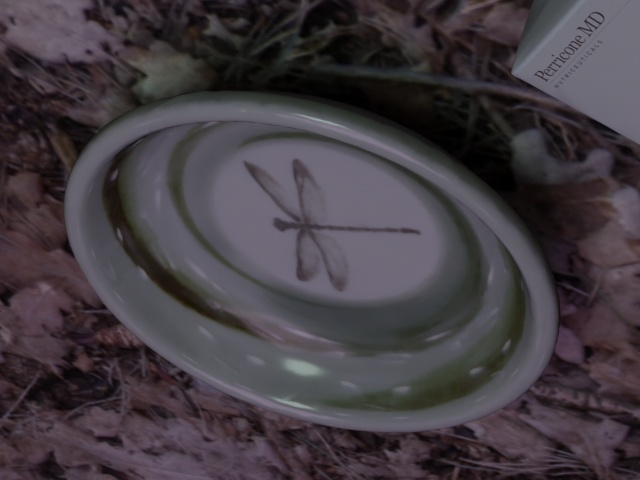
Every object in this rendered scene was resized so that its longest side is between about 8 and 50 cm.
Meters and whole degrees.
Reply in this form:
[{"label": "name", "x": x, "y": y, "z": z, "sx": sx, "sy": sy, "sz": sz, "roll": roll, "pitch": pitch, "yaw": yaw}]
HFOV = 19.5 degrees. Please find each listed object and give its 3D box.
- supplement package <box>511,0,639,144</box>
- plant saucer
[{"label": "supplement package", "x": 0.247, "y": -0.196, "z": 1.022, "sx": 0.145, "sy": 0.204, "sz": 0.262, "roll": 28, "pitch": 143, "yaw": -9}, {"label": "plant saucer", "x": 0.000, "y": 0.000, "z": 1.475, "sx": 0.400, "sy": 0.100, "sz": 0.400, "roll": 13, "pitch": 144, "yaw": 10}]
